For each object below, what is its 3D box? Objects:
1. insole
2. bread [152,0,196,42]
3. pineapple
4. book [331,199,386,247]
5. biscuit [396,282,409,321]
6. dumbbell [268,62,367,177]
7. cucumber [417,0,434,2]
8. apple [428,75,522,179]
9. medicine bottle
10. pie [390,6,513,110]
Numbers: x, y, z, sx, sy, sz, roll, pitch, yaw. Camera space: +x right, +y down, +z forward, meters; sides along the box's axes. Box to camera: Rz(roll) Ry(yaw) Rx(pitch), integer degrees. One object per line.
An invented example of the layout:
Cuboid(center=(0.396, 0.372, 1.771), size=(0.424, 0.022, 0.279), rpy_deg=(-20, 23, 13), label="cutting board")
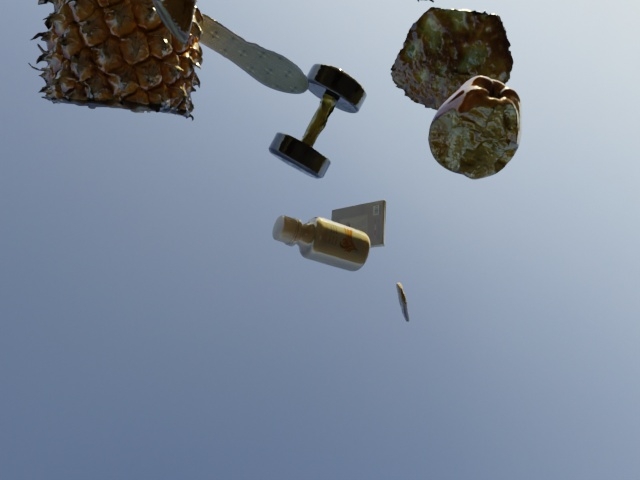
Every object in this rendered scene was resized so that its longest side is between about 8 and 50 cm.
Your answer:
Cuboid(center=(-0.171, -0.448, 1.302), size=(0.322, 0.109, 0.007), rpy_deg=(26, -129, -21), label="insole")
Cuboid(center=(-0.220, -0.353, 0.792), size=(0.043, 0.108, 0.062), rpy_deg=(35, -147, 28), label="bread")
Cuboid(center=(-0.418, -0.411, 1.114), size=(0.353, 0.352, 0.300), rpy_deg=(0, -84, -30), label="pineapple")
Cuboid(center=(0.110, -0.040, 1.585), size=(0.016, 0.199, 0.138), rpy_deg=(18, -110, -47), label="book")
Cuboid(center=(0.224, 0.169, 1.440), size=(0.018, 0.147, 0.071), rpy_deg=(-16, -127, 5), label="biscuit")
Cuboid(center=(-0.009, -0.379, 1.707), size=(0.204, 0.204, 0.322), rpy_deg=(28, -88, -16), label="dumbbell")
Cuboid(center=(0.291, -0.716, 1.549), size=(0.043, 0.039, 0.163), rpy_deg=(12, -148, -14), label="cucumber")
Cuboid(center=(0.278, -0.200, 0.933), size=(0.156, 0.158, 0.147), rpy_deg=(27, -148, 4), label="apple")
Cuboid(center=(0.000, 0.000, 1.371), size=(0.252, 0.114, 0.114), rpy_deg=(17, -119, -27), label="medicine bottle")
Cuboid(center=(0.384, -0.524, 1.557), size=(0.355, 0.288, 0.103), rpy_deg=(16, -158, 25), label="pie")
